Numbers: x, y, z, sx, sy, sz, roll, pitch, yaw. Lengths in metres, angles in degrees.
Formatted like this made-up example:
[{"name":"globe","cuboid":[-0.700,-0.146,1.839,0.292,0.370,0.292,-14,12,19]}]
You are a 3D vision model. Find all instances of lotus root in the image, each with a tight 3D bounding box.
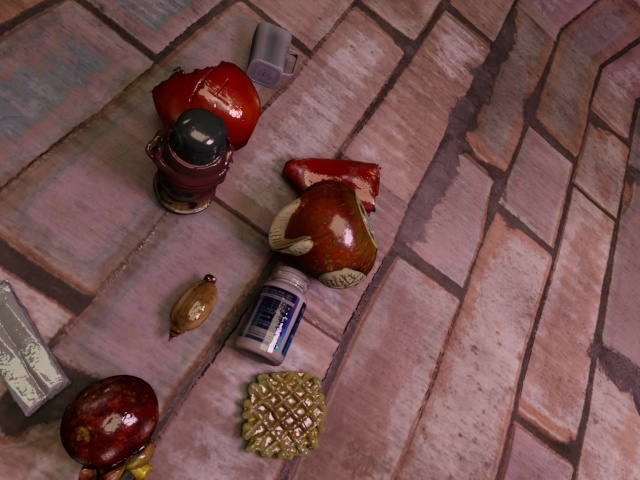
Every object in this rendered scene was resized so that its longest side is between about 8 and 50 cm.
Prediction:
[{"name":"lotus root","cuboid":[-0.252,0.137,0.820,0.072,0.063,0.151,20,62,25]}]

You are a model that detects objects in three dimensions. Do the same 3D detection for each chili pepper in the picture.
[{"name":"chili pepper","cuboid":[0.028,-0.134,1.030,0.253,0.136,0.144,7,114,-12]}]

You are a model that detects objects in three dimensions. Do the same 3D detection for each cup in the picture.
[{"name":"cup","cuboid":[-0.122,-0.479,1.080,0.128,0.095,0.129,16,69,-21]}]

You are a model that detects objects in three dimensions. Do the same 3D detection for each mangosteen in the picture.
[{"name":"mangosteen","cuboid":[-0.346,0.317,0.688,0.146,0.181,0.156,20,34,29]}]

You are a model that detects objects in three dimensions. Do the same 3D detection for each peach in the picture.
[{"name":"peach","cuboid":[-0.248,-0.302,0.908,0.226,0.196,0.189,21,32,-19]}]

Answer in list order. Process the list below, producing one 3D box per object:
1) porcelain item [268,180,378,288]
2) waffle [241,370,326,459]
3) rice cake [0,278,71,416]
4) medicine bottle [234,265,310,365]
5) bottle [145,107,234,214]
[{"name":"porcelain item","cuboid":[0.000,0.000,0.904,0.253,0.253,0.252,8,69,-22]},{"name":"waffle","cuboid":[-0.072,0.355,0.841,0.184,0.036,0.169,8,71,-21]},{"name":"rice cake","cuboid":[-0.517,0.180,0.697,0.085,0.040,0.226,-33,87,-30]},{"name":"medicine bottle","cuboid":[-0.093,0.154,0.860,0.107,0.107,0.191,30,62,-12]},{"name":"bottle","cuboid":[-0.257,-0.158,0.801,0.156,0.271,0.143,-18,80,-28]}]
